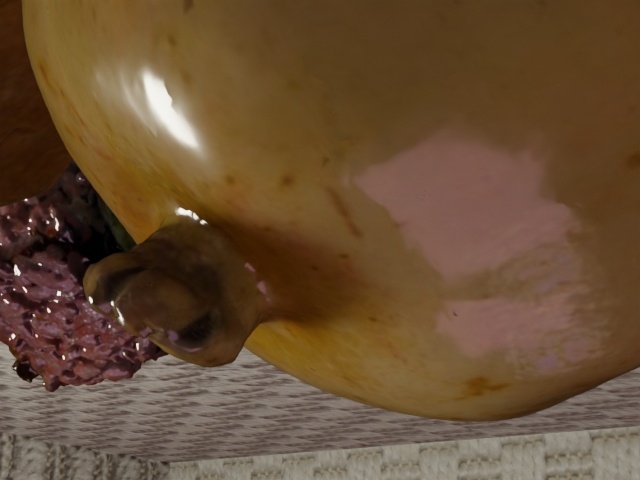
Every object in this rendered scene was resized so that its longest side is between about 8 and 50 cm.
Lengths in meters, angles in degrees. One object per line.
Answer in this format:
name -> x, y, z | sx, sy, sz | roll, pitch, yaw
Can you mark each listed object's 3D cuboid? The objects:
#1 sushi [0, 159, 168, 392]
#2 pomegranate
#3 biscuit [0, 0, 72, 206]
sushi -> -0.236, 0.007, 1.162 | 0.170, 0.236, 0.270 | -13, 124, 25
pomegranate -> 0.037, -0.094, 0.554 | 0.411, 0.412, 0.411 | 3, 161, 1
biscuit -> -0.246, -0.111, 0.781 | 0.376, 0.051, 0.269 | -21, 155, -43
